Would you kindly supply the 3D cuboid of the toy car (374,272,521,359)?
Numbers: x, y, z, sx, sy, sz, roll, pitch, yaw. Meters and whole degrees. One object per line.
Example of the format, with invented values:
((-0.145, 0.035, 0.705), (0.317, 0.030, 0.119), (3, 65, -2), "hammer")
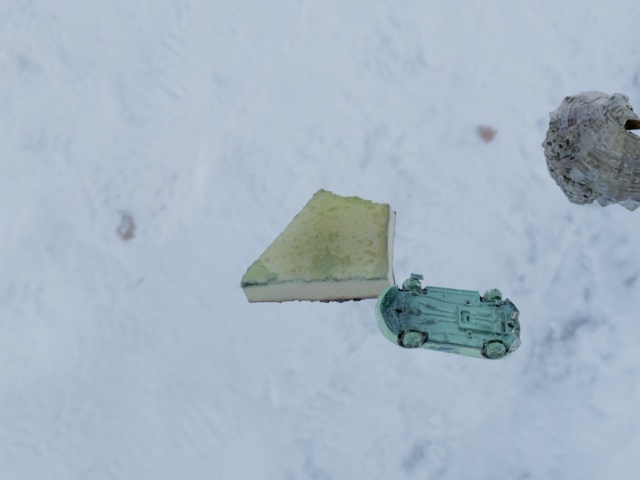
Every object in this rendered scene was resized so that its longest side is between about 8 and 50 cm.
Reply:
((0.154, 0.098, 1.411), (0.186, 0.058, 0.093), (8, 61, -11), "toy car")

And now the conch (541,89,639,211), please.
((0.397, -0.126, 1.577), (0.178, 0.245, 0.163), (34, 80, -3), "conch")

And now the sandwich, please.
((0.000, 0.000, 1.488), (0.193, 0.058, 0.162), (-4, 55, 11), "sandwich")
